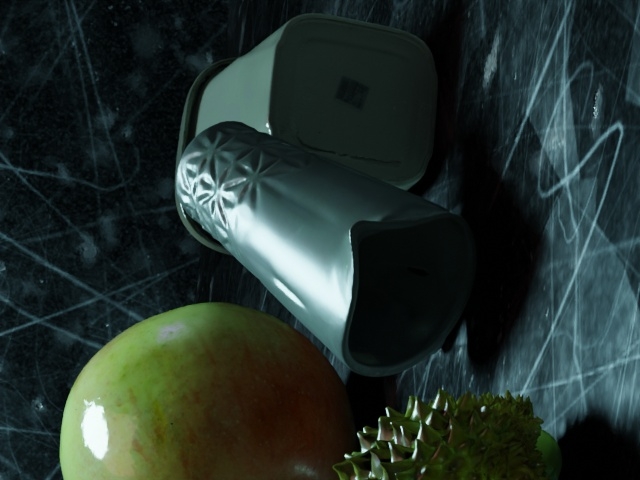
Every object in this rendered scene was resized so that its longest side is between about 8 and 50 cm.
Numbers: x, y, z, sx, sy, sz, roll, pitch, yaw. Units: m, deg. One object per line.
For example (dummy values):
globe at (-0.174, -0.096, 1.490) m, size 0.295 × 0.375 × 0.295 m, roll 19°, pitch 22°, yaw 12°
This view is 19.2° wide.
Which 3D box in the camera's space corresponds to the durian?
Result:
durian at (0.090, 0.219, 1.274) m, size 0.200 × 0.176 × 0.237 m, roll 73°, pitch -173°, yaw -66°

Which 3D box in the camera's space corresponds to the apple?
apple at (-0.110, 0.225, 1.948) m, size 0.319 × 0.319 × 0.277 m, roll 108°, pitch 153°, yaw -42°

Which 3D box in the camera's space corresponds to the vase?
vase at (0.000, 0.000, 1.665) m, size 0.156 × 0.251 × 0.301 m, roll -49°, pitch 46°, yaw -8°

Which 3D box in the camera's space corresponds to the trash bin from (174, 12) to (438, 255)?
trash bin at (-0.009, -0.109, 1.918) m, size 0.250 × 0.219 × 0.220 m, roll 145°, pitch 131°, yaw -67°
